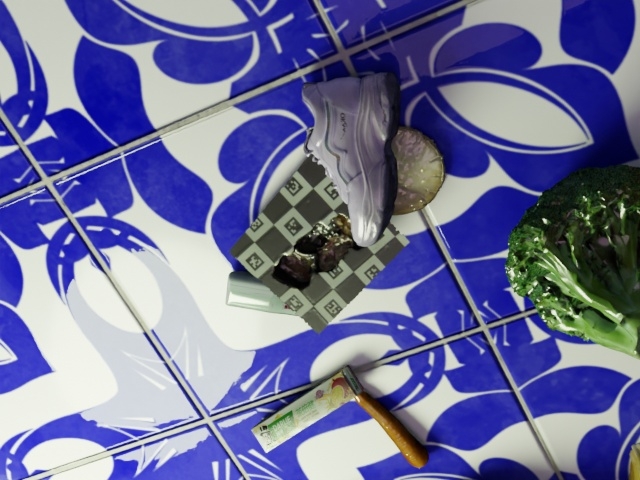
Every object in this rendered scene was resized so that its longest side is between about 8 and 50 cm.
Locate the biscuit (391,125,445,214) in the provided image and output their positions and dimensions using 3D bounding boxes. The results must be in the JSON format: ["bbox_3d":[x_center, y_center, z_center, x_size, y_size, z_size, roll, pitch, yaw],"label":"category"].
[{"bbox_3d":[0.106,-0.099,1.697,0.152,0.020,0.152,3,121,5],"label":"biscuit"}]

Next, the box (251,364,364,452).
[{"bbox_3d":[-0.023,0.276,1.919,0.207,0.041,0.050,-35,85,25],"label":"box"}]

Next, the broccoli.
[{"bbox_3d":[0.407,0.027,1.604,0.308,0.275,0.307,-13,132,-15],"label":"broccoli"}]

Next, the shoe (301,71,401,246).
[{"bbox_3d":[0.038,-0.113,1.637,0.138,0.095,0.245,6,104,17],"label":"shoe"}]

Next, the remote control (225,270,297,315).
[{"bbox_3d":[-0.063,0.090,1.827,0.166,0.029,0.065,9,121,1],"label":"remote control"}]

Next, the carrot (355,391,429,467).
[{"bbox_3d":[0.115,0.304,1.937,0.037,0.037,0.190,-33,109,23],"label":"carrot"}]

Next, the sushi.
[{"bbox_3d":[0.000,0.000,1.752,0.192,0.050,0.215,43,113,0],"label":"sushi"}]

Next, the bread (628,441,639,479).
[{"bbox_3d":[0.642,0.402,1.882,0.288,0.119,0.152,1,124,7],"label":"bread"}]
